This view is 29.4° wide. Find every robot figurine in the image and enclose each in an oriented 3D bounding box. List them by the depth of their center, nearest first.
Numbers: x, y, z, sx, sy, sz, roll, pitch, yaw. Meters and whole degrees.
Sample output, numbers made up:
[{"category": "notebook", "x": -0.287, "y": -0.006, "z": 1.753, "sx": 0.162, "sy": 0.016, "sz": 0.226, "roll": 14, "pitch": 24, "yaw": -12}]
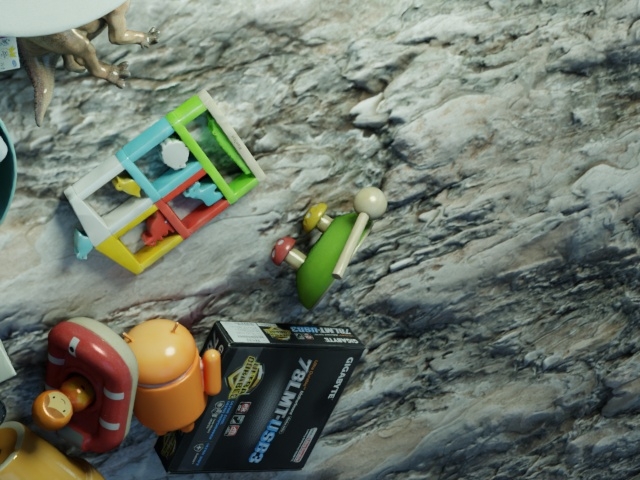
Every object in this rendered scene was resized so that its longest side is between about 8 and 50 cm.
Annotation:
[{"category": "robot figurine", "x": -0.247, "y": 0.213, "z": 1.934, "sx": 0.128, "sy": 0.158, "sz": 0.219, "roll": -47, "pitch": 145, "yaw": -35}]

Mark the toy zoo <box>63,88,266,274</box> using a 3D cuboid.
[{"category": "toy zoo", "x": -0.239, "y": -0.068, "z": 1.778, "sx": 0.293, "sy": 0.030, "sz": 0.192, "roll": -37, "pitch": 137, "yaw": -2}]

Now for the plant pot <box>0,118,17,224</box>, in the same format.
[{"category": "plant pot", "x": -0.525, "y": -0.119, "z": 1.397, "sx": 0.293, "sy": 0.235, "sz": 0.293, "roll": -18, "pitch": 132, "yaw": -21}]

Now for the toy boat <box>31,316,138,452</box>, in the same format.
[{"category": "toy boat", "x": -0.371, "y": 0.231, "z": 1.827, "sx": 0.151, "sy": 0.151, "sz": 0.231, "roll": -37, "pitch": 147, "yaw": -51}]

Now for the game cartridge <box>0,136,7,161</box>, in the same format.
[{"category": "game cartridge", "x": -0.493, "y": -0.087, "z": 1.238, "sx": 0.297, "sy": 0.062, "sz": 0.198, "roll": -32, "pitch": 140, "yaw": -8}]

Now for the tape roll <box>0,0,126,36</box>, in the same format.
[{"category": "tape roll", "x": -0.330, "y": -0.412, "z": 1.292, "sx": 0.391, "sy": 0.072, "sz": 0.392, "roll": -3, "pitch": 109, "yaw": -9}]

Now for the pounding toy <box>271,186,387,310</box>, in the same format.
[{"category": "pounding toy", "x": 0.000, "y": 0.000, "z": 1.928, "sx": 0.183, "sy": 0.110, "sz": 0.237, "roll": -56, "pitch": -178, "yaw": -25}]

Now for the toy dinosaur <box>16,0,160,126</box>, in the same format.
[{"category": "toy dinosaur", "x": -0.308, "y": -0.292, "z": 1.486, "sx": 0.200, "sy": 0.127, "sz": 0.296, "roll": 26, "pitch": 112, "yaw": -44}]

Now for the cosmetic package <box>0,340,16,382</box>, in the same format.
[{"category": "cosmetic package", "x": -0.592, "y": 0.174, "z": 1.650, "sx": 0.309, "sy": 0.160, "sz": 0.113, "roll": -29, "pitch": 135, "yaw": -12}]

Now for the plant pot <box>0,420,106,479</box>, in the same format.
[{"category": "plant pot", "x": -0.461, "y": 0.391, "z": 1.902, "sx": 0.205, "sy": 0.205, "sz": 0.188, "roll": -35, "pitch": 121, "yaw": -4}]

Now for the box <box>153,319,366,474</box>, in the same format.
[{"category": "box", "x": -0.104, "y": 0.277, "z": 2.125, "sx": 0.293, "sy": 0.073, "sz": 0.296, "roll": 8, "pitch": 120, "yaw": -37}]

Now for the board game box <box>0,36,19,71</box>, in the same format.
[{"category": "board game box", "x": -0.391, "y": -0.292, "z": 1.440, "sx": 0.026, "sy": 0.103, "sz": 0.154, "roll": -16, "pitch": 132, "yaw": -22}]

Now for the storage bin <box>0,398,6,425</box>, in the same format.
[{"category": "storage bin", "x": -0.550, "y": 0.263, "z": 1.727, "sx": 0.180, "sy": 0.084, "sz": 0.122, "roll": -51, "pitch": 132, "yaw": -32}]
